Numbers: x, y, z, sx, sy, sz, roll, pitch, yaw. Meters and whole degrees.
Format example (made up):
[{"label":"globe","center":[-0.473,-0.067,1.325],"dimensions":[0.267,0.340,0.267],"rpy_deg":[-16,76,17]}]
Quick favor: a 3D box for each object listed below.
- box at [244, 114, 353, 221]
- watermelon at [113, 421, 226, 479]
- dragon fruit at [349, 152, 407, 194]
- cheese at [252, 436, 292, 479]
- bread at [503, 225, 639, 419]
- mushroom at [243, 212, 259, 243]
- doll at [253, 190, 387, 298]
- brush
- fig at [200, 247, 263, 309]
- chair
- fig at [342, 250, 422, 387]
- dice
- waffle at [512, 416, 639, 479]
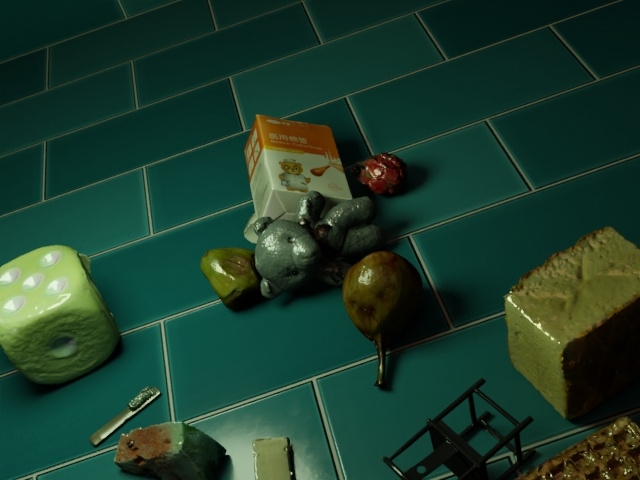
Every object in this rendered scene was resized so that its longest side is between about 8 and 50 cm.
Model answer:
[{"label":"box","center":[-0.065,-0.176,2.238],"dimensions":[0.225,0.143,0.341],"rpy_deg":[7,39,-19]},{"label":"watermelon","center":[-0.343,0.451,1.800],"dimensions":[0.241,0.154,0.094],"rpy_deg":[-8,43,31]},{"label":"dragon fruit","center":[0.163,-0.181,2.241],"dimensions":[0.121,0.130,0.142],"rpy_deg":[-49,11,-18]},{"label":"cheese","center":[-0.082,0.555,1.641],"dimensions":[0.085,0.034,0.400],"rpy_deg":[3,41,-12]},{"label":"bread","center":[0.529,0.165,1.659],"dimensions":[0.279,0.279,0.207],"rpy_deg":[-29,46,-12]},{"label":"mushroom","center":[-0.147,-0.080,2.274],"dimensions":[0.081,0.092,0.223],"rpy_deg":[-6,37,17]},{"label":"doll","center":[-0.001,0.001,2.039],"dimensions":[0.341,0.245,0.158],"rpy_deg":[-16,5,-5]},{"label":"brush","center":[-0.454,0.401,1.948],"dimensions":[0.190,0.027,0.034],"rpy_deg":[-38,45,-17]},{"label":"fig","center":[-0.222,0.086,2.096],"dimensions":[0.166,0.154,0.144],"rpy_deg":[26,9,-1]},{"label":"chair","center":[0.267,0.410,1.600],"dimensions":[0.260,0.141,0.154],"rpy_deg":[-35,45,-18]},{"label":"fig","center":[0.115,0.166,1.885],"dimensions":[0.191,0.190,0.290],"rpy_deg":[14,67,30]},{"label":"dice","center":[-0.654,0.182,2.076],"dimensions":[0.255,0.252,0.249],"rpy_deg":[-25,44,-8]},{"label":"waffle","center":[0.485,0.471,1.498],"dimensions":[0.308,0.091,0.213],"rpy_deg":[-27,44,-7]}]
